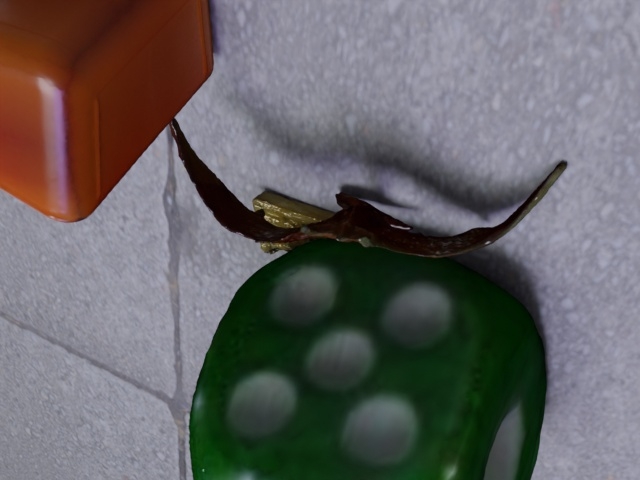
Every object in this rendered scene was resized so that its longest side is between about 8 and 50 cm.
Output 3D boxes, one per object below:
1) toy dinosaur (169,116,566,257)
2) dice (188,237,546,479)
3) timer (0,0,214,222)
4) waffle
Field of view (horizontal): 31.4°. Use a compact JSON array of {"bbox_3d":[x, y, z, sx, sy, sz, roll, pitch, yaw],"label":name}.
[{"bbox_3d":[0.042,-0.044,1.032,0.327,0.207,0.112,12,103,37],"label":"toy dinosaur"},{"bbox_3d":[0.054,0.191,1.176,0.300,0.287,0.297,10,148,24],"label":"dice"},{"bbox_3d":[-0.253,-0.182,0.981,0.250,0.257,0.161,21,139,14],"label":"timer"},{"bbox_3d":[0.000,0.000,1.222,0.153,0.023,0.097,18,147,20],"label":"waffle"}]
